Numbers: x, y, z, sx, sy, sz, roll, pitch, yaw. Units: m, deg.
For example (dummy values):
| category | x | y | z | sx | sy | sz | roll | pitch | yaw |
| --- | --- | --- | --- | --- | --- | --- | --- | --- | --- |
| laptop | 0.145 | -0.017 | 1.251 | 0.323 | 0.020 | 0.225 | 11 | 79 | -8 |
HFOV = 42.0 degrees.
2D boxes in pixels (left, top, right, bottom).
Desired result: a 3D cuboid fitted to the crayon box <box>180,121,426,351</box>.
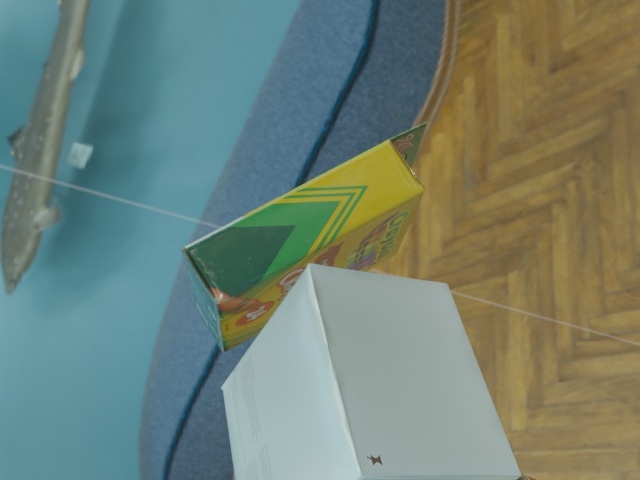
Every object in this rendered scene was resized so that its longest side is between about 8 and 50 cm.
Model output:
| category | x | y | z | sx | sy | sz | roll | pitch | yaw |
| --- | --- | --- | --- | --- | --- | --- | --- | --- | --- |
| crayon box | 0.000 | 0.000 | 0.995 | 0.081 | 0.318 | 0.202 | 56 | 165 | 17 |

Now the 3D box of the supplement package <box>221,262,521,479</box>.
| category | x | y | z | sx | sy | sz | roll | pitch | yaw |
| --- | --- | --- | --- | --- | --- | --- | --- | --- | --- |
| supplement package | 0.028 | 0.162 | 0.721 | 0.203 | 0.149 | 0.194 | -55 | 37 | 40 |

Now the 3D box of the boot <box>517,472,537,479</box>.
| category | x | y | z | sx | sy | sz | roll | pitch | yaw |
| --- | --- | --- | --- | --- | --- | --- | --- | --- | --- |
| boot | 0.212 | 0.255 | 0.797 | 0.158 | 0.085 | 0.059 | 92 | -167 | -86 |
